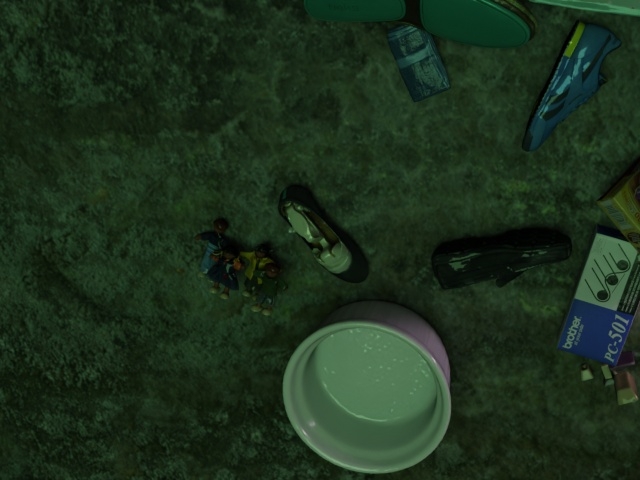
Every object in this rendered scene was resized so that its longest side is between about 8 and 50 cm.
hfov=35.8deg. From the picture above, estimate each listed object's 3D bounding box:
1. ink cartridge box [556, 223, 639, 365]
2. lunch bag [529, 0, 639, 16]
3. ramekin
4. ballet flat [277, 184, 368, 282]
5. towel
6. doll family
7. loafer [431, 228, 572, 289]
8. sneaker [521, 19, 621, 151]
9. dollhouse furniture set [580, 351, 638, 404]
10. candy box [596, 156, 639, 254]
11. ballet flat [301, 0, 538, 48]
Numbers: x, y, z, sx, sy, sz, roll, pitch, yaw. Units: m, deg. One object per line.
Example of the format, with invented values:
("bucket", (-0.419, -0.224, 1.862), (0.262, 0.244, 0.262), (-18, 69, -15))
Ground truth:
("ink cartridge box", (0.447, 0.087, 1.547), (0.097, 0.046, 0.207), (16, 114, 9))
("lunch bag", (0.429, -0.407, 1.304), (0.262, 0.160, 0.224), (12, 112, 16))
("ramekin", (0.087, 0.234, 1.648), (0.277, 0.135, 0.277), (5, 112, 13))
("ballet flat", (0.000, 0.000, 1.617), (0.074, 0.074, 0.203), (-35, 99, 23))
("towel", (0.148, -0.272, 1.497), (0.067, 0.029, 0.120), (-19, 105, 21))
("doll family", (-0.136, 0.039, 1.666), (0.192, 0.076, 0.111), (19, 119, 10))
("loafer", (0.286, 0.033, 1.556), (0.223, 0.076, 0.078), (-9, 113, 22))
("sneaker", (0.364, -0.213, 1.443), (0.082, 0.069, 0.209), (24, 114, 0))
("dollhouse furniture set", (0.468, 0.249, 1.569), (0.091, 0.114, 0.081), (-19, 109, 18))
("candy box", (0.508, -0.025, 1.457), (0.109, 0.053, 0.187), (-43, 96, -14))
("ballet flat", (0.144, -0.362, 1.423), (0.348, 0.123, 0.123), (10, 113, 12))
